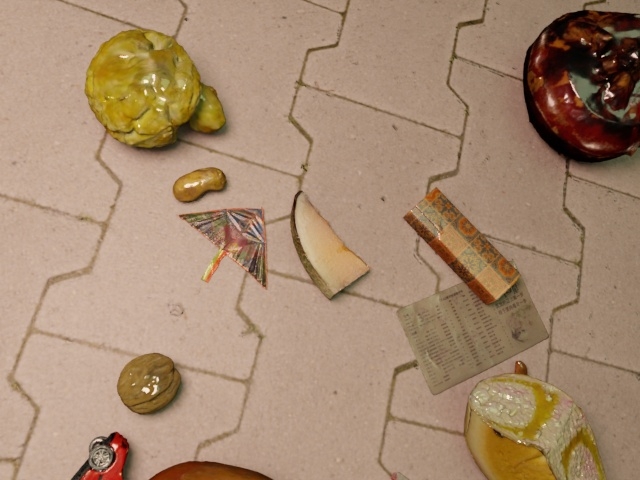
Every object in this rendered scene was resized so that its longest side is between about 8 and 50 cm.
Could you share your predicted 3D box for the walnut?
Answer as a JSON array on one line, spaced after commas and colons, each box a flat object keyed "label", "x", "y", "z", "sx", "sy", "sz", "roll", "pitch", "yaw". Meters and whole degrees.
[{"label": "walnut", "x": -0.250, "y": 0.208, "z": 0.833, "sx": 0.092, "sy": 0.092, "sz": 0.092, "roll": 4, "pitch": 74, "yaw": -14}]

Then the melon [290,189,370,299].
[{"label": "melon", "x": -0.004, "y": 0.006, "z": 0.967, "sx": 0.098, "sy": 0.054, "sz": 0.182, "roll": -40, "pitch": 88, "yaw": -27}]

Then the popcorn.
[{"label": "popcorn", "x": -0.258, "y": -0.228, "z": 0.910, "sx": 0.213, "sy": 0.198, "sz": 0.197, "roll": 7, "pitch": 72, "yaw": -39}]

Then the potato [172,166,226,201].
[{"label": "potato", "x": -0.200, "y": -0.095, "z": 0.946, "sx": 0.092, "sy": 0.046, "sz": 0.045, "roll": -23, "pitch": 125, "yaw": -11}]

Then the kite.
[{"label": "kite", "x": -0.147, "y": 0.004, "z": 0.951, "sx": 0.190, "sy": 0.010, "sz": 0.159, "roll": 41, "pitch": 71, "yaw": 1}]

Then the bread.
[{"label": "bread", "x": 0.329, "y": 0.324, "z": 0.919, "sx": 0.158, "sy": 0.156, "sz": 0.260, "roll": -37, "pitch": 100, "yaw": -42}]

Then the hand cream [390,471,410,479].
[{"label": "hand cream", "x": 0.085, "y": 0.524, "z": 0.839, "sx": 0.124, "sy": 0.077, "sz": 0.340, "roll": 36, "pitch": 57, "yaw": -1}]

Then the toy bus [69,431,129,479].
[{"label": "toy bus", "x": -0.320, "y": 0.359, "z": 0.774, "sx": 0.089, "sy": 0.081, "sz": 0.195, "roll": 42, "pitch": 69, "yaw": -11}]

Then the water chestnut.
[{"label": "water chestnut", "x": 0.532, "y": -0.302, "z": 1.074, "sx": 0.300, "sy": 0.300, "sz": 0.299, "roll": 4, "pitch": 74, "yaw": -14}]

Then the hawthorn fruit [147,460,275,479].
[{"label": "hawthorn fruit", "x": -0.161, "y": 0.407, "z": 0.711, "sx": 0.301, "sy": 0.267, "sz": 0.267, "roll": 22, "pitch": 71, "yaw": 0}]

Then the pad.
[{"label": "pad", "x": 0.278, "y": 0.150, "z": 1.023, "sx": 0.265, "sy": 0.009, "sz": 0.159, "roll": -21, "pitch": 82, "yaw": -19}]

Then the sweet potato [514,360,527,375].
[{"label": "sweet potato", "x": 0.373, "y": 0.296, "z": 0.991, "sx": 0.044, "sy": 0.044, "sz": 0.179, "roll": -21, "pitch": 76, "yaw": -19}]

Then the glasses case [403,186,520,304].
[{"label": "glasses case", "x": 0.254, "y": 0.009, "z": 1.027, "sx": 0.075, "sy": 0.049, "sz": 0.218, "roll": -41, "pitch": 85, "yaw": -21}]
